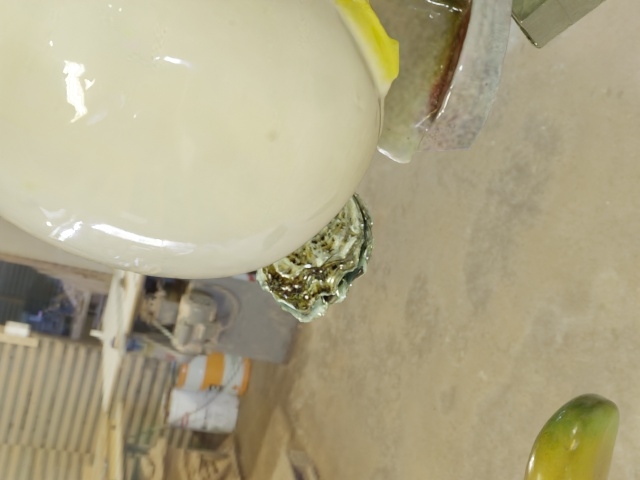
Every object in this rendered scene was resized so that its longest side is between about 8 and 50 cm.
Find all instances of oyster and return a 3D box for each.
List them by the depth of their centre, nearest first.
[{"bbox_3d":[0.000,0.000,1.327,0.267,0.198,0.112,-53,-11,-13],"label":"oyster"}]

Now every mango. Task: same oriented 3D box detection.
[{"bbox_3d":[0.336,0.290,1.016,0.092,0.130,0.194,11,56,52],"label":"mango"}]

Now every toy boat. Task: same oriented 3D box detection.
[{"bbox_3d":[0.095,-0.229,0.905,0.111,0.294,0.276,-162,68,-74],"label":"toy boat"}]

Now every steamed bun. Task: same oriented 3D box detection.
[{"bbox_3d":[-0.132,-0.129,0.630,0.334,0.374,0.334,-44,36,45],"label":"steamed bun"}]

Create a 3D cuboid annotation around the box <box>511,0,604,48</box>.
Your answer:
[{"bbox_3d":[0.366,-0.487,1.350,0.155,0.149,0.231,-35,70,22],"label":"box"}]
